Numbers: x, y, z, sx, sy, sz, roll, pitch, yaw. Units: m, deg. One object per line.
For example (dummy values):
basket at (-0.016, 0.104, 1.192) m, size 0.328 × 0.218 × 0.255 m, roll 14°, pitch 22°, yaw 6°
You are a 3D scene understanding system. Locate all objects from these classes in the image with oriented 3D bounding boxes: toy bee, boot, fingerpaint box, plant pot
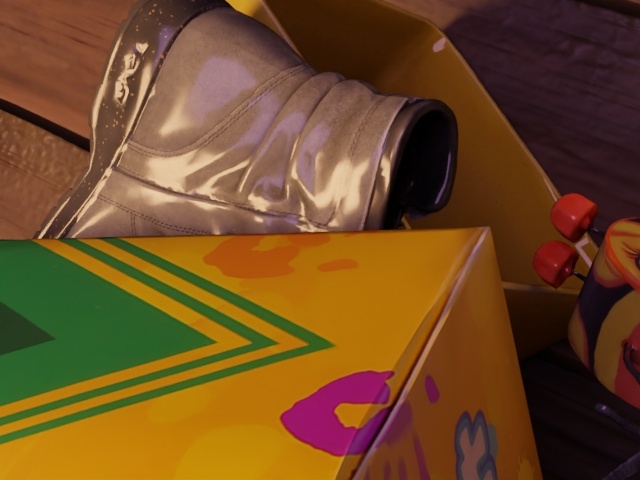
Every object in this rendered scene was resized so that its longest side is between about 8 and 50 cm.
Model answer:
toy bee at (0.181, 0.027, 0.563) m, size 0.195 × 0.298 × 0.162 m, roll -56°, pitch 47°, yaw 17°
boot at (-0.046, 0.024, 0.565) m, size 0.161 × 0.083 × 0.246 m, roll 36°, pitch 116°, yaw 30°
fingerpaint box at (-0.078, 0.219, 0.567) m, size 0.371 × 0.163 × 0.444 m, roll -1°, pitch 121°, yaw 27°
plant pot at (0.000, 0.000, 0.699) m, size 0.187 × 0.212 × 0.212 m, roll -43°, pitch 63°, yaw 24°
